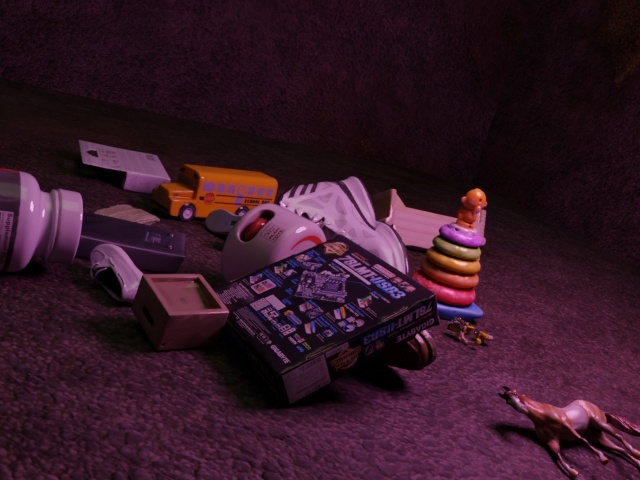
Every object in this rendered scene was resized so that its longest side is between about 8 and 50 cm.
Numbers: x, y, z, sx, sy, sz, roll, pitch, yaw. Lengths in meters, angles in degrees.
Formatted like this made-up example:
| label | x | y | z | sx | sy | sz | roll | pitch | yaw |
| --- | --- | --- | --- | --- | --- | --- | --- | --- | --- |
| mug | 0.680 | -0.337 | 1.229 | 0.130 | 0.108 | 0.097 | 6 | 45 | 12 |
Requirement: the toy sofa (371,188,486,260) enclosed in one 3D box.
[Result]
| label | x | y | z | sx | sy | sz | roll | pitch | yaw |
| --- | --- | --- | --- | --- | --- | --- | --- | --- | --- |
| toy sofa | 0.333 | -0.036 | 2.269 | 0.363 | 0.177 | 0.150 | 10 | -9 | -21 |

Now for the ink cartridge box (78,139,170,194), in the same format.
| label | x | y | z | sx | sy | sz | roll | pitch | yaw |
| --- | --- | --- | --- | --- | --- | --- | --- | --- | --- |
| ink cartridge box | -0.571 | -0.209 | 2.059 | 0.239 | 0.060 | 0.275 | 8 | 17 | -24 |

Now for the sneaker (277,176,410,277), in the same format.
| label | x | y | z | sx | sy | sz | roll | pitch | yaw |
| --- | --- | --- | --- | --- | --- | --- | --- | --- | --- |
| sneaker | 0.028 | 0.013 | 1.693 | 0.258 | 0.169 | 0.447 | -6 | 38 | -18 |

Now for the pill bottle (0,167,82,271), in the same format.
| label | x | y | z | sx | sy | sz | roll | pitch | yaw |
| --- | --- | --- | --- | --- | --- | --- | --- | --- | --- |
| pill bottle | -0.577 | -0.039 | 1.204 | 0.319 | 0.176 | 0.176 | 8 | 17 | -30 |

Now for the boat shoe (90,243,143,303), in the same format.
| label | x | y | z | sx | sy | sz | roll | pitch | yaw |
| --- | --- | --- | --- | --- | --- | --- | --- | --- | --- |
| boat shoe | -0.377 | 0.061 | 1.288 | 0.063 | 0.066 | 0.184 | 2 | 30 | -46 |

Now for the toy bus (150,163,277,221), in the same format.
| label | x | y | z | sx | sy | sz | roll | pitch | yaw |
| --- | --- | --- | --- | --- | --- | --- | --- | --- | --- |
| toy bus | -0.279 | -0.125 | 1.916 | 0.333 | 0.130 | 0.108 | 1 | 21 | -45 |

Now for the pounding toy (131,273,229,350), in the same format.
| label | x | y | z | sx | sy | sz | roll | pitch | yaw |
| --- | --- | --- | --- | --- | --- | --- | --- | --- | --- |
| pounding toy | -0.235 | 0.118 | 1.186 | 0.130 | 0.100 | 0.141 | 2 | 31 | -41 |

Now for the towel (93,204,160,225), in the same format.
| label | x | y | z | sx | sy | sz | roll | pitch | yaw |
| --- | --- | --- | --- | --- | --- | --- | --- | --- | --- |
| towel | -0.455 | -0.056 | 1.682 | 0.110 | 0.027 | 0.148 | 18 | 15 | 12 |

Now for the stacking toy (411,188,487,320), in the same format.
| label | x | y | z | sx | sy | sz | roll | pitch | yaw |
| --- | --- | --- | --- | --- | --- | --- | --- | --- | --- |
| stacking toy | 0.318 | 0.020 | 1.680 | 0.175 | 0.301 | 0.165 | 10 | 16 | -19 |

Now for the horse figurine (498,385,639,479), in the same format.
| label | x | y | z | sx | sy | sz | roll | pitch | yaw |
| --- | --- | --- | --- | --- | --- | --- | --- | --- | --- |
| horse figurine | 0.437 | 0.316 | 1.194 | 0.264 | 0.066 | 0.174 | 5 | 24 | -29 |

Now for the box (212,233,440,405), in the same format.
| label | x | y | z | sx | sy | sz | roll | pitch | yaw |
| --- | --- | --- | --- | --- | --- | --- | --- | --- | --- |
| box | -0.006 | 0.115 | 1.204 | 0.294 | 0.073 | 0.295 | -23 | 31 | -23 |

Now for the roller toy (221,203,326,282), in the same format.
| label | x | y | z | sx | sy | sz | roll | pitch | yaw |
| --- | --- | --- | --- | --- | --- | --- | --- | --- | --- |
| roller toy | -0.087 | 0.035 | 1.415 | 0.146 | 0.191 | 0.209 | 26 | 17 | 31 |

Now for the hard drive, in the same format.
| label | x | y | z | sx | sy | sz | roll | pitch | yaw |
| --- | --- | --- | --- | --- | --- | --- | --- | --- | --- |
| hard drive | -0.407 | 0.002 | 1.470 | 0.255 | 0.054 | 0.172 | 12 | 15 | -13 |

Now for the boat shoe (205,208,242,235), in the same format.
| label | x | y | z | sx | sy | sz | roll | pitch | yaw |
| --- | --- | --- | --- | --- | --- | --- | --- | --- | --- |
| boat shoe | -0.204 | -0.027 | 1.796 | 0.184 | 0.065 | 0.083 | 12 | -18 | 38 |

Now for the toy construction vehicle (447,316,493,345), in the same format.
| label | x | y | z | sx | sy | sz | roll | pitch | yaw |
| --- | --- | --- | --- | --- | --- | --- | --- | --- | --- |
| toy construction vehicle | 0.319 | 0.201 | 1.561 | 0.098 | 0.035 | 0.086 | 30 | 9 | 34 |

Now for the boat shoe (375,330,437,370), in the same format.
| label | x | y | z | sx | sy | sz | roll | pitch | yaw |
| --- | --- | --- | --- | --- | --- | --- | --- | --- | --- |
| boat shoe | 0.057 | 0.168 | 1.286 | 0.307 | 0.110 | 0.104 | 19 | 34 | 37 |
